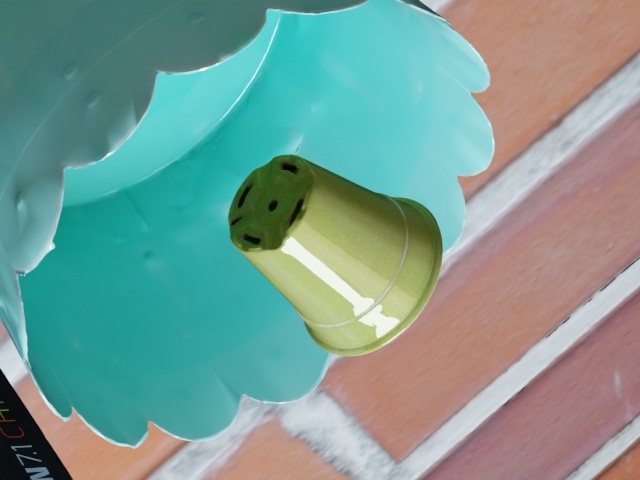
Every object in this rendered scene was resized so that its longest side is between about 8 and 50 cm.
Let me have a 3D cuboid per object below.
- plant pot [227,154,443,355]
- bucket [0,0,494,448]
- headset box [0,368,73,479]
[{"bbox_3d":[0.000,0.000,0.871,0.083,0.083,0.079,-47,131,9],"label":"plant pot"},{"bbox_3d":[-0.072,-0.054,0.962,0.281,0.183,0.281,-25,141,-22],"label":"bucket"},{"bbox_3d":[-0.276,0.146,0.935,0.283,0.246,0.131,6,125,-45],"label":"headset box"}]
